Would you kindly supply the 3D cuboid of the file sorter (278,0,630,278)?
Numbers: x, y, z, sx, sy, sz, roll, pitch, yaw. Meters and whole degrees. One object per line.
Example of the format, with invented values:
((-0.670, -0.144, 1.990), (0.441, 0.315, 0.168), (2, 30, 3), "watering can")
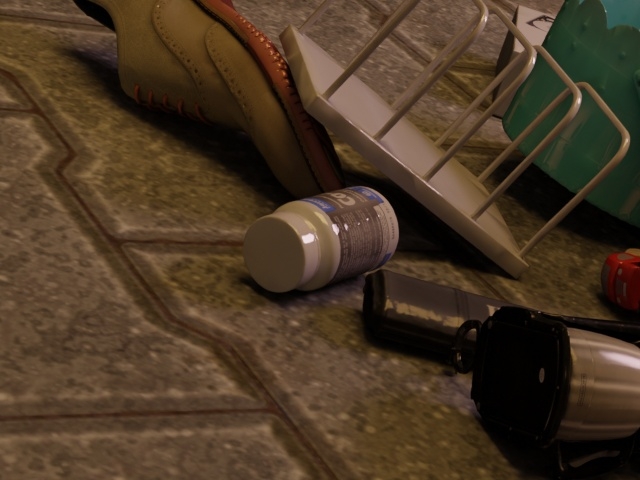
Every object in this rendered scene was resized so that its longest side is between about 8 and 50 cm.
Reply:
((0.127, -0.141, 1.576), (0.277, 0.173, 0.193), (37, 15, -23), "file sorter")

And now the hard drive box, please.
((0.316, -0.203, 2.085), (0.181, 0.089, 0.232), (18, 24, 0), "hard drive box")

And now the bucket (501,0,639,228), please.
((0.344, -0.142, 1.782), (0.281, 0.183, 0.281), (26, 21, -11), "bucket")

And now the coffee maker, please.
((0.221, 0.104, 1.297), (0.178, 0.120, 0.171), (8, 25, -25), "coffee maker")

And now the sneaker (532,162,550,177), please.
((0.266, -0.076, 1.849), (0.037, 0.032, 0.083), (-12, 33, -23), "sneaker")

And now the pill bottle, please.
((0.000, 0.000, 1.410), (0.078, 0.078, 0.137), (31, 26, 26), "pill bottle")

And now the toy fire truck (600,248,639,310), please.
((0.346, 0.025, 1.636), (0.192, 0.047, 0.135), (-5, 14, -24), "toy fire truck")

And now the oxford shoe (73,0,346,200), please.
((-0.112, -0.157, 1.654), (0.397, 0.146, 0.140), (52, -3, 35), "oxford shoe")

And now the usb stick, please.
((0.168, 0.083, 1.394), (0.278, 0.045, 0.077), (15, 25, -10), "usb stick")
